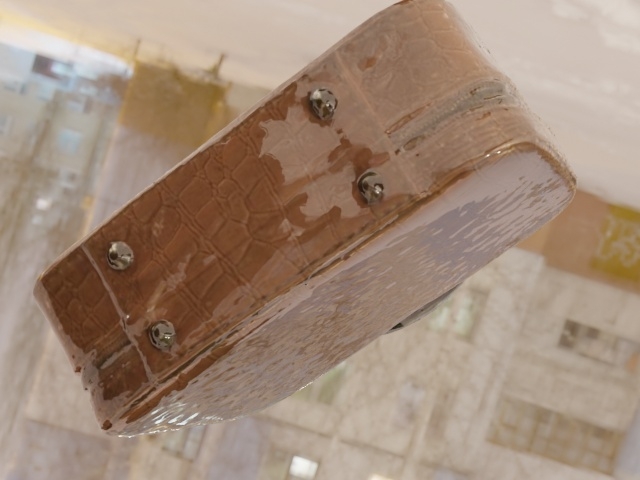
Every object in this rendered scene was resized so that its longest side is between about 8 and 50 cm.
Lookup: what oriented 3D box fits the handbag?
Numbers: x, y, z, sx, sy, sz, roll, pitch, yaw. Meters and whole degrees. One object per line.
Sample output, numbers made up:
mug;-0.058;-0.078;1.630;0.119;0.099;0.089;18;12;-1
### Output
handbag;0.000;0.000;0.491;0.072;0.193;0.151;58;-166;17
